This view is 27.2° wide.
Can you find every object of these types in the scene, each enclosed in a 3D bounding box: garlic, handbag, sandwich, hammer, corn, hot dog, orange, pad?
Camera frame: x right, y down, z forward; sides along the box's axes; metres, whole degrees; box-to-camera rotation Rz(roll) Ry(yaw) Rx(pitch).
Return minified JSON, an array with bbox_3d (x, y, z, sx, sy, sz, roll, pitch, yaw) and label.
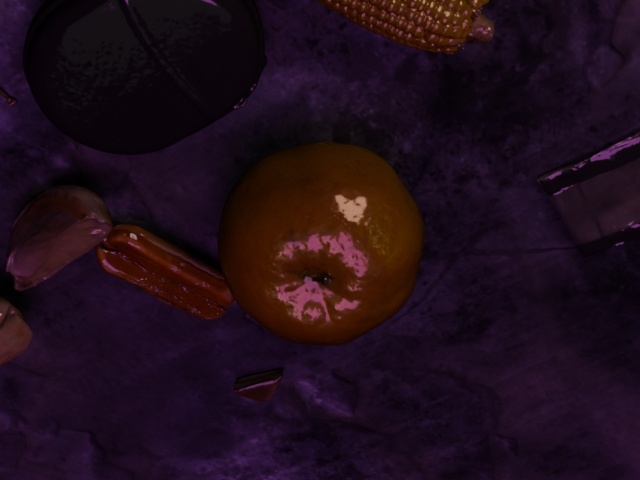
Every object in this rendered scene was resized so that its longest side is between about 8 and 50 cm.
[{"bbox_3d":[-0.361,-0.016,1.788,0.195,0.101,0.087,-31,139,26],"label":"garlic"},{"bbox_3d":[-0.215,-0.226,1.629,0.308,0.093,0.254,-27,125,18],"label":"handbag"},{"bbox_3d":[-0.091,0.228,2.047,0.083,0.031,0.044,-13,127,7],"label":"sandwich"},{"bbox_3d":[-0.431,-0.215,1.681,0.029,0.014,0.123,-21,129,25],"label":"hammer"},{"bbox_3d":[0.062,-0.309,1.561,0.322,0.119,0.119,19,126,-12],"label":"corn"},{"bbox_3d":[-0.222,0.039,1.867,0.235,0.062,0.092,33,121,-29],"label":"hot dog"},{"bbox_3d":[0.000,0.000,1.740,0.279,0.235,0.279,2,116,3],"label":"orange"},{"bbox_3d":[0.439,-0.075,1.829,0.233,0.022,0.174,-24,127,18],"label":"pad"}]

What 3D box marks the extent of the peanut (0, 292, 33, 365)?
[{"bbox_3d":[-0.579,0.102,1.849,0.340,0.158,0.174,30,93,-29],"label":"peanut"}]
